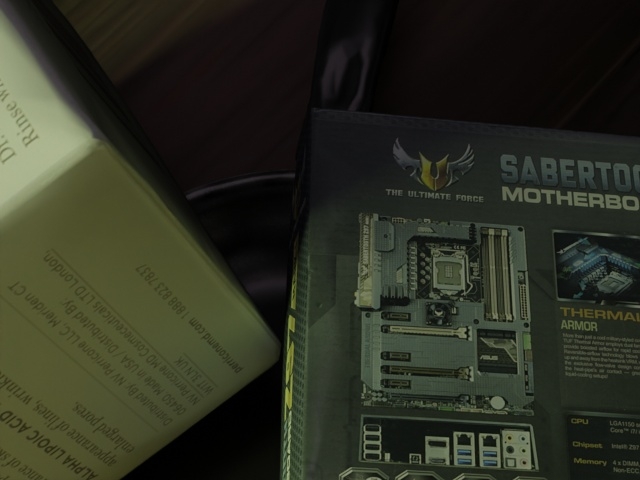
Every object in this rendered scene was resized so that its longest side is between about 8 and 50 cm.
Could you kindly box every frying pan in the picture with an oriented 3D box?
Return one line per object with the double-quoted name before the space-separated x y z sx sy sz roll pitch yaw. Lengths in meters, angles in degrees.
"frying pan" -0.028 0.009 0.548 0.197 0.053 0.326 -13 59 4

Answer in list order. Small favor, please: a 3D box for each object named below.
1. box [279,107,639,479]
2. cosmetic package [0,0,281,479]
"box" 0.104 0.054 0.457 0.233 0.059 0.183 4 63 -7
"cosmetic package" -0.236 0.053 0.481 0.385 0.156 0.217 -36 55 0
